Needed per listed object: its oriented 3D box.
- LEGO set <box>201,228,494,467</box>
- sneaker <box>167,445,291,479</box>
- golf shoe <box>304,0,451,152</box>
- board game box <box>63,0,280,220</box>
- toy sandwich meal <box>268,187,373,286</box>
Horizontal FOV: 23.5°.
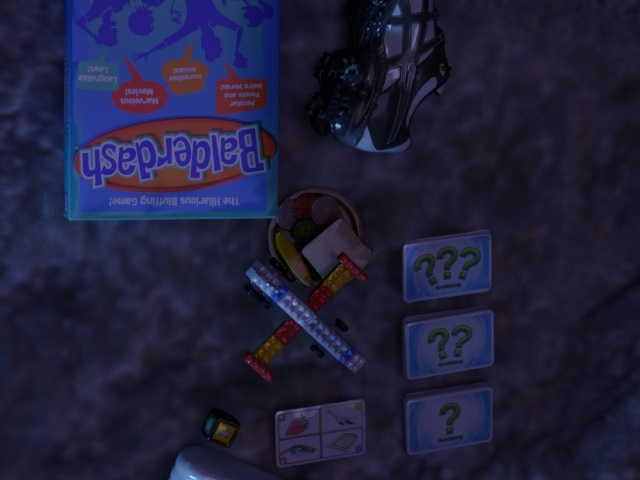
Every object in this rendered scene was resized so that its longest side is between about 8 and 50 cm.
[{"bbox_3d":[0.028,0.095,1.192,0.244,0.060,0.182,-6,108,-17],"label":"LEGO set"},{"bbox_3d":[-0.030,0.239,1.205,0.212,0.080,0.094,24,101,-9],"label":"sneaker"},{"bbox_3d":[0.063,-0.162,1.191,0.094,0.077,0.198,22,94,-31],"label":"golf shoe"},{"bbox_3d":[-0.111,-0.121,1.152,0.160,0.047,0.210,-2,97,-15],"label":"board game box"},{"bbox_3d":[0.000,0.000,1.203,0.086,0.029,0.085,-2,96,-15],"label":"toy sandwich meal"}]
